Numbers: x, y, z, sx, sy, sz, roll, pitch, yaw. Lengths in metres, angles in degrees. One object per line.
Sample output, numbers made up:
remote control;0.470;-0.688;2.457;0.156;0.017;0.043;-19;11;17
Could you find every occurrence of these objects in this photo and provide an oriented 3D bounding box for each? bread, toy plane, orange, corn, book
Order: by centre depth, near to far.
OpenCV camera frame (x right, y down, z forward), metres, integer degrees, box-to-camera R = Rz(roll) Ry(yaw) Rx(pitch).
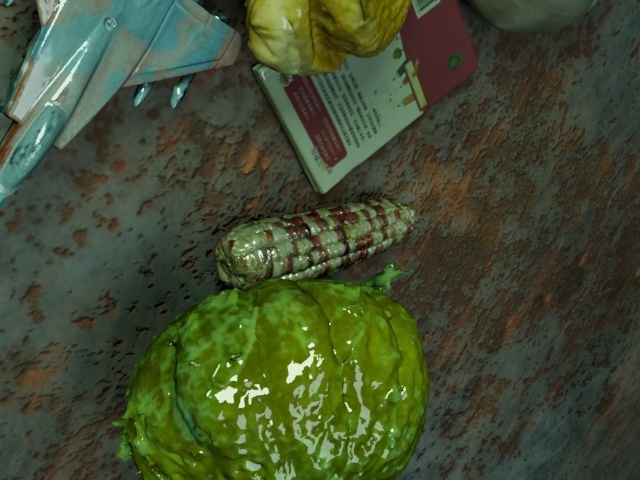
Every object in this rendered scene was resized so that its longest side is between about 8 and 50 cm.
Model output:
toy plane;-0.180;-0.142;0.589;0.326;0.104;0.223;-54;133;-2
bread;0.018;-0.247;0.637;0.198;0.120;0.236;-43;150;-67
orange;-0.038;0.159;0.760;0.301;0.223;0.300;4;145;-36
book;0.055;-0.174;0.809;0.232;0.022;0.162;-39;130;-11
corn;0.000;0.000;0.841;0.237;0.079;0.079;-17;125;-34

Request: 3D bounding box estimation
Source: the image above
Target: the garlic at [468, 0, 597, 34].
garlic;0.234;-0.338;0.783;0.292;0.210;0.237;-5;81;-36
